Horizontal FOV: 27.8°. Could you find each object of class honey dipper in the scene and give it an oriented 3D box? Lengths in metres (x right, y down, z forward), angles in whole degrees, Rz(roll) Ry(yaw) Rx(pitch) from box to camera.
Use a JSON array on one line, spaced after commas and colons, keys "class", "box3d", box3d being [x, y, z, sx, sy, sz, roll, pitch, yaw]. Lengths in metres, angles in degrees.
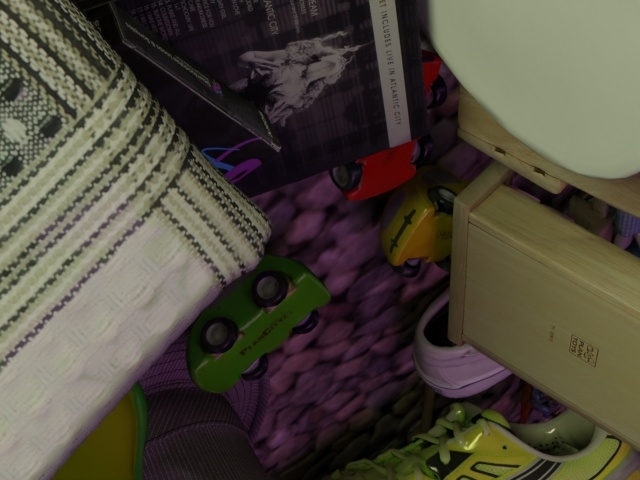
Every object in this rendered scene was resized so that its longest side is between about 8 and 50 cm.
[{"class": "honey dipper", "box3d": [0.093, 0.146, 1.100, 0.030, 0.030, 0.160, -27, 145, -24]}]

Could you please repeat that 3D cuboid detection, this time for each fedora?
[{"class": "fedora", "box3d": [-0.114, 0.200, 0.834, 0.275, 0.124, 0.244, -47, 150, 10]}]

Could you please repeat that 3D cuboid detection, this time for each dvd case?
[{"class": "dvd case", "box3d": [-0.059, -0.067, 0.600, 0.221, 0.018, 0.164, -19, 147, -4]}]

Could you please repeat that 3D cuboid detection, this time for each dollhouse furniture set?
[{"class": "dollhouse furniture set", "box3d": [0.250, -0.053, 0.801, 0.303, 0.198, 0.286, -42, 148, -29]}]

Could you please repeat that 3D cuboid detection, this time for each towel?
[{"class": "towel", "box3d": [-0.216, 0.011, 0.389, 0.324, 0.056, 0.312, -44, 121, -4]}]

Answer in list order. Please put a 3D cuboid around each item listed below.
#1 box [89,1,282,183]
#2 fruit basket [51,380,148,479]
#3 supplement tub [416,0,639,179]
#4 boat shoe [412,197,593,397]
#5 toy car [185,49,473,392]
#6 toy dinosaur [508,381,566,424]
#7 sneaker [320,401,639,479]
[{"class": "box", "box3d": [-0.114, -0.027, 0.581, 0.162, 0.029, 0.116, -32, 147, 18]}, {"class": "fruit basket", "box3d": [-0.208, 0.223, 0.620, 0.392, 0.392, 0.283, -8, 136, -44]}, {"class": "supplement tub", "box3d": [0.205, -0.198, 0.568, 0.331, 0.241, 0.241, -33, 149, -14]}, {"class": "boat shoe", "box3d": [0.183, 0.027, 0.982, 0.258, 0.095, 0.084, -37, 154, -10]}, {"class": "toy car", "box3d": [0.000, 0.000, 0.778, 0.225, 0.053, 0.239, -41, 149, 0]}, {"class": "toy dinosaur", "box3d": [0.203, 0.148, 1.222, 0.090, 0.047, 0.082, -37, 133, 13]}, {"class": "sneaker", "box3d": [0.089, 0.208, 1.067, 0.385, 0.145, 0.147, -6, 104, -22]}]
